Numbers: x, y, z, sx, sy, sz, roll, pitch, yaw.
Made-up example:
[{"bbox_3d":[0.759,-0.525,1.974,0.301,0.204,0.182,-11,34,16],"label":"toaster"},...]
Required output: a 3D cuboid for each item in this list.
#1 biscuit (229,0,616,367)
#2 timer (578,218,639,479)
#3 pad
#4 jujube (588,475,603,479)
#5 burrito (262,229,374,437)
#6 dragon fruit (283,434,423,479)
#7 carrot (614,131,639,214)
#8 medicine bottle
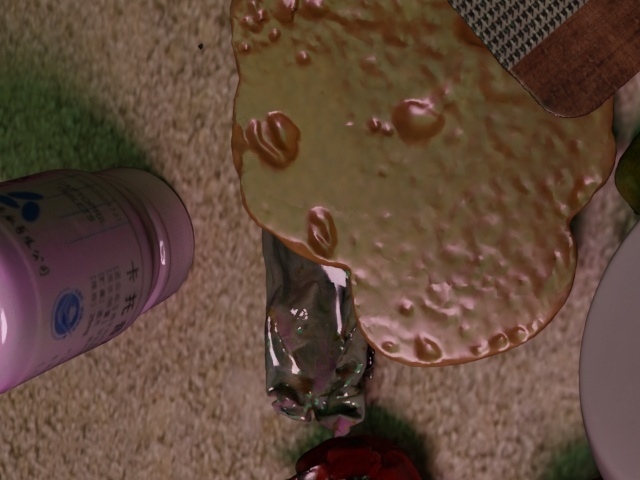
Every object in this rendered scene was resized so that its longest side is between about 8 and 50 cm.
[{"bbox_3d":[0.067,-0.096,0.801,0.270,0.051,0.375,-10,94,7],"label":"biscuit"},{"bbox_3d":[0.320,0.092,0.667,0.285,0.285,0.285,6,105,24],"label":"timer"},{"bbox_3d":[0.084,-0.167,0.736,0.323,0.055,0.250,-41,87,-13],"label":"pad"},{"bbox_3d":[0.240,0.285,0.782,0.190,0.190,0.255,-30,95,28],"label":"jujube"},{"bbox_3d":[-0.002,0.000,0.886,0.096,0.066,0.309,2,100,29],"label":"burrito"},{"bbox_3d":[0.027,0.222,0.899,0.142,0.121,0.130,-43,48,52],"label":"dragon fruit"},{"bbox_3d":[0.317,-0.148,0.699,0.074,0.074,0.358,43,113,11],"label":"carrot"},{"bbox_3d":[-0.217,0.022,0.888,0.152,0.254,0.151,7,105,25],"label":"medicine bottle"}]
